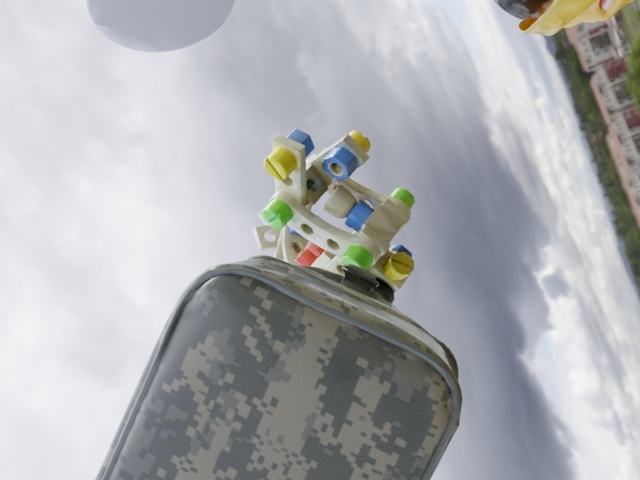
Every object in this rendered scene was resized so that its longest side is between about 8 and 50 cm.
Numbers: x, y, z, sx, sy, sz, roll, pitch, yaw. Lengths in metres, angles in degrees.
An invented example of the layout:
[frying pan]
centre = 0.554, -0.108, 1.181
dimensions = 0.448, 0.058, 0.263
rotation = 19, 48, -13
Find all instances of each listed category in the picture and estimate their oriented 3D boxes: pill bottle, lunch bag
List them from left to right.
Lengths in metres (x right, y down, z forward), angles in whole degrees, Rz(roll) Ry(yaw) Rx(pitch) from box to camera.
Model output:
[pill bottle]
centre = -0.132, -0.246, 0.490
dimensions = 0.119, 0.119, 0.208
rotation = 26, -139, -58
[lunch bag]
centre = -0.034, 0.169, 0.561
dimensions = 0.256, 0.213, 0.305
rotation = -5, -61, -80

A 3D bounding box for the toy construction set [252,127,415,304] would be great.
[toy construction set]
centre = 0.000, 0.000, 0.836
dimensions = 0.215, 0.151, 0.328
rotation = 39, 162, -2

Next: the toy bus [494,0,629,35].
[toy bus]
centre = 0.242, -0.262, 0.536
dimensions = 0.212, 0.149, 0.220
rotation = 8, -115, -22
